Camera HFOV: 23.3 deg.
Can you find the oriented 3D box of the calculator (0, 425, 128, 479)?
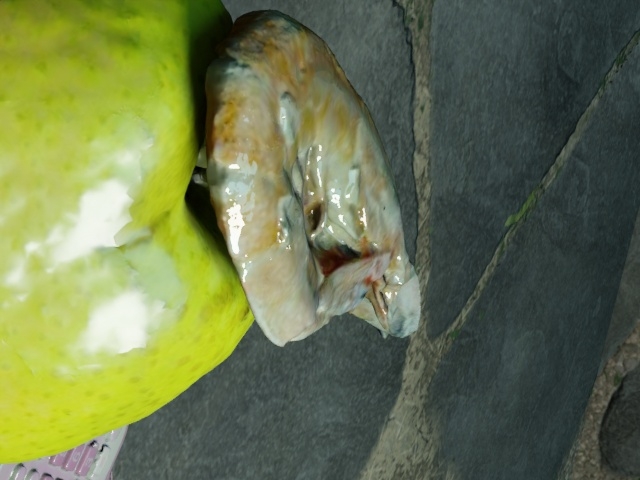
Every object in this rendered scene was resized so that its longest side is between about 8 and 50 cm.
[{"bbox_3d":[-0.251,0.181,1.305,0.194,0.043,0.294,-66,154,-10],"label":"calculator"}]

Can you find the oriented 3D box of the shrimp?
[{"bbox_3d":[0.000,0.000,0.898,0.317,0.062,0.164,60,41,-52],"label":"shrimp"}]

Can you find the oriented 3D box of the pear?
[{"bbox_3d":[-0.198,-0.046,0.918,0.391,0.391,0.391,-37,137,-45],"label":"pear"}]
